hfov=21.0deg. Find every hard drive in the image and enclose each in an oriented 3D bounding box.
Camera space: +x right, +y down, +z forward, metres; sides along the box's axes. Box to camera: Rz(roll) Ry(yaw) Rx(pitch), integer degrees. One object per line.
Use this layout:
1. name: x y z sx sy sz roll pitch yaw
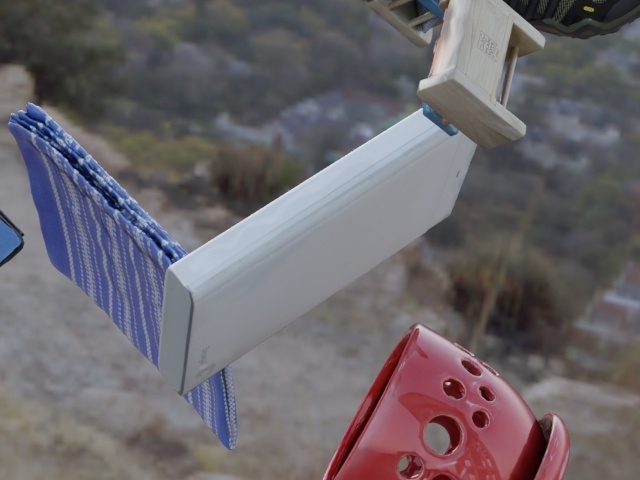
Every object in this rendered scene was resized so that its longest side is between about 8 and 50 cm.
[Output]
1. hard drive: 0.000 0.000 1.470 0.307 0.203 0.040 -34 71 -22

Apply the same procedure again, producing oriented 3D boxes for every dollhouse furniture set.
1. dollhouse furniture set: 0.068 -0.163 1.196 0.129 0.184 0.129 35 -35 -32

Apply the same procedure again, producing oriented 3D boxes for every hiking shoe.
1. hiking shoe: 0.193 -0.235 1.518 0.226 0.086 0.114 -8 -30 28

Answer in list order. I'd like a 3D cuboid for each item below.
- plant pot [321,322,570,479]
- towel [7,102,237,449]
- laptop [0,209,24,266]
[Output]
1. plant pot: 0.109 0.191 1.488 0.174 0.191 0.191 28 20 -2
2. towel: -0.197 0.034 1.719 0.040 0.243 0.336 -31 52 -22
3. laptop: -0.526 0.026 1.346 0.236 0.382 0.408 -27 20 48
